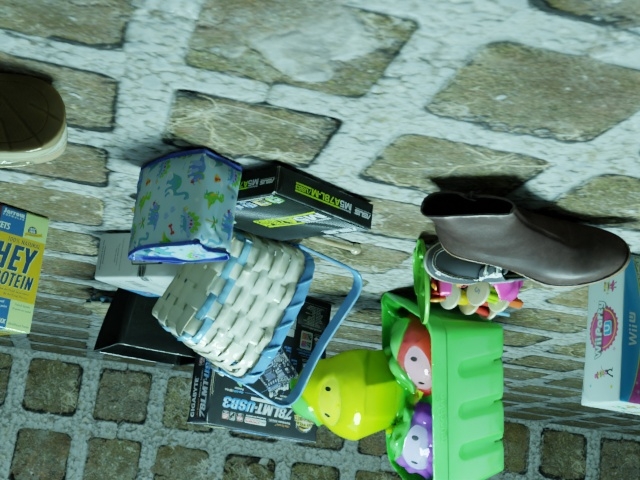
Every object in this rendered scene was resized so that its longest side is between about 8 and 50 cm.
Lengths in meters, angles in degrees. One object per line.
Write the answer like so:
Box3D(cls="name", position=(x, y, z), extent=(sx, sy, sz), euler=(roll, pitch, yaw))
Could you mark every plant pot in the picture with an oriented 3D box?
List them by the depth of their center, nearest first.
Box3D(cls="plant pot", position=(-0.327, 0.150, 1.981), extent=(0.188, 0.166, 0.188), euler=(13, 165, -25))

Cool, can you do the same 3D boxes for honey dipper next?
Box3D(cls="honey dipper", position=(0.000, 0.000, 1.539), extent=(0.161, 0.030, 0.030), euler=(15, 163, -39))

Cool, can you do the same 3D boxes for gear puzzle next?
Box3D(cls="gear puzzle", position=(-0.356, 0.149, 2.256), extent=(0.339, 0.044, 0.175), euler=(1, 163, 12))

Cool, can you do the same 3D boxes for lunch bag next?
Box3D(cls="lunch bag", position=(-0.183, -0.039, 1.273), extent=(0.151, 0.128, 0.096), euler=(-5, 161, 34))

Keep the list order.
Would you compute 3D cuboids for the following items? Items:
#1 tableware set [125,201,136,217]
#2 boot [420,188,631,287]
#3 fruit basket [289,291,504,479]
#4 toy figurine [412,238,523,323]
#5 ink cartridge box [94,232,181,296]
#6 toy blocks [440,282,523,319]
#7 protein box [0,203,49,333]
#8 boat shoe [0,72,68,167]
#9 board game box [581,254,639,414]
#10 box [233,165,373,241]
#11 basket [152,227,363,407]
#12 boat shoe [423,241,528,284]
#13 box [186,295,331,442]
Box3D(cls="tableware set", position=(-0.215, -0.052, 1.452), extent=(0.104, 0.024, 0.154), euler=(11, 164, -27))
Box3D(cls="boot", position=(0.265, -0.004, 1.275), extent=(0.249, 0.090, 0.207), euler=(5, 168, 21))
Box3D(cls="fruit basket", position=(0.138, 0.292, 1.868), extent=(0.392, 0.391, 0.283), euler=(12, -173, -19))
Box3D(cls="toy figurine", position=(0.229, 0.055, 1.524), extent=(0.159, 0.130, 0.173), euler=(-3, -173, -1))
Box3D(cls="ink cartridge box", position=(-0.256, 0.042, 1.698), extent=(0.203, 0.085, 0.148), euler=(-2, 163, 27))
Box3D(cls="toy blocks", position=(0.304, 0.108, 1.759), extent=(0.148, 0.054, 0.123), euler=(17, 163, -35))
Box3D(cls="protein box", position=(-0.574, 0.050, 1.645), extent=(0.201, 0.199, 0.136), euler=(-8, 160, 43))
Box3D(cls="boat shoe", position=(-0.448, -0.127, 1.072), extent=(0.341, 0.121, 0.110), euler=(8, 165, -9))
Box3D(cls="board game box", position=(0.555, 0.160, 1.511), extent=(0.304, 0.223, 0.097), euler=(11, 166, -17))
Box3D(cls="box", position=(-0.058, -0.046, 1.357), extent=(0.191, 0.045, 0.184), euler=(-6, 159, 43))
Box3D(cls="basket", position=(-0.090, 0.103, 1.556), extent=(0.289, 0.254, 0.201), euler=(33, 175, -29))
Box3D(cls="boat shoe", position=(0.253, 0.025, 1.421), extent=(0.206, 0.075, 0.065), euler=(1, 176, -8))
Box3D(cls="box", position=(-0.114, 0.238, 1.971), extent=(0.296, 0.293, 0.073), euler=(19, 161, -41))
